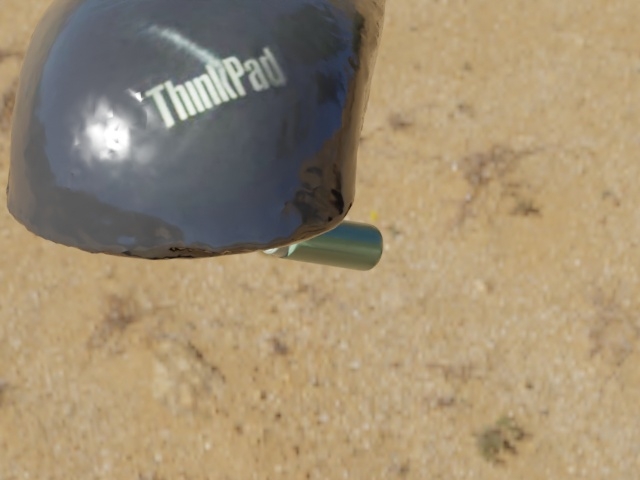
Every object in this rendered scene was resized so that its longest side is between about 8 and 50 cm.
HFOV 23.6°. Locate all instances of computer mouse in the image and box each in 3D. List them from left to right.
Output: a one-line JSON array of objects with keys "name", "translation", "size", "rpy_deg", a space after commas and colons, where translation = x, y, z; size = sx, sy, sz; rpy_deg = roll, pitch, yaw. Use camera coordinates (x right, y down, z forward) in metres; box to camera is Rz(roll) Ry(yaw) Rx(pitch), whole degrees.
[{"name": "computer mouse", "translation": [-0.056, -0.092, 0.748], "size": [0.170, 0.100, 0.269], "rpy_deg": [5, 30, 4]}]

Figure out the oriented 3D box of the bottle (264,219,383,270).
[{"name": "bottle", "translation": [0.000, 0.000, 0.942], "size": [0.083, 0.030, 0.030], "rpy_deg": [9, 28, -40]}]
